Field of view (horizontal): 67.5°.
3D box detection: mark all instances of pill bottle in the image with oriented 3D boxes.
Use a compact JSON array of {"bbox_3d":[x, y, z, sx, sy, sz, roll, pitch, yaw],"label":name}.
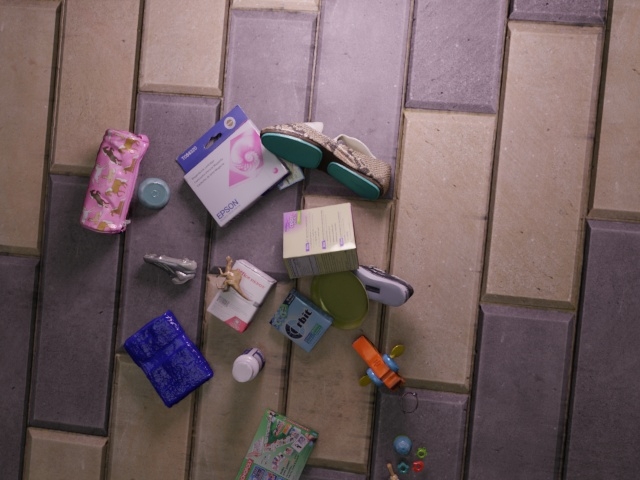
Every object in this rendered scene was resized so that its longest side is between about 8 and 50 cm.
[{"bbox_3d":[-0.257,0.445,1.700,0.094,0.169,0.094,0,90,6],"label":"pill bottle"}]

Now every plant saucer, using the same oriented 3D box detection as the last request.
[{"bbox_3d":[-0.615,-0.173,1.773,0.119,0.021,0.119,-5,100,-28],"label":"plant saucer"},{"bbox_3d":[0.072,0.198,1.688,0.241,0.037,0.241,12,113,31],"label":"plant saucer"}]

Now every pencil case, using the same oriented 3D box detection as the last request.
[{"bbox_3d":[-0.751,-0.216,1.751,0.167,0.160,0.386,14,91,-28],"label":"pencil case"}]

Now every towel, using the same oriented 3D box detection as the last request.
[{"bbox_3d":[-0.569,0.444,1.777,0.227,0.076,0.308,-38,87,5],"label":"towel"}]

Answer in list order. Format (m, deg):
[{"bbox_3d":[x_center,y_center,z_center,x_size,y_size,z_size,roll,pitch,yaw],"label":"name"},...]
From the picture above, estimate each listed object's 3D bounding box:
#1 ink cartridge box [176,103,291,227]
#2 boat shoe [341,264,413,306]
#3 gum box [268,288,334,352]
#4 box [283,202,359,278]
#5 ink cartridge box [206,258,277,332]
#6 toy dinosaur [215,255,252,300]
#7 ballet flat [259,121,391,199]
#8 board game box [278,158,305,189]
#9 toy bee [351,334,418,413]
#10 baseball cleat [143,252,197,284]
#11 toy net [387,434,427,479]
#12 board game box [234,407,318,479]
[{"bbox_3d":[-0.330,-0.272,1.739,0.324,0.071,0.330,-39,87,10],"label":"ink cartridge box"},{"bbox_3d":[0.180,0.139,1.687,0.306,0.105,0.113,13,109,31],"label":"boat shoe"},{"bbox_3d":[-0.070,0.290,1.725,0.184,0.041,0.157,37,111,5],"label":"gum box"},{"bbox_3d":[0.000,0.000,1.646,0.243,0.117,0.214,-8,48,4],"label":"box"},{"bbox_3d":[-0.283,0.198,1.741,0.158,0.092,0.218,32,95,5],"label":"ink cartridge box"},{"bbox_3d":[-0.312,0.146,1.672,0.092,0.053,0.183,-26,85,5],"label":"toy dinosaur"},{"bbox_3d":[0.031,-0.312,1.681,0.482,0.164,0.182,25,63,-5],"label":"ballet flat"},{"bbox_3d":[-0.133,-0.275,1.755,0.103,0.026,0.154,-25,88,5],"label":"board game box"},{"bbox_3d":[0.227,0.473,1.682,0.195,0.162,0.298,-24,63,13],"label":"toy bee"},{"bbox_3d":[-0.564,0.108,1.778,0.205,0.072,0.109,8,98,9],"label":"baseball cleat"},{"bbox_3d":[0.291,0.824,1.717,0.122,0.045,0.232,21,94,3],"label":"toy net"},{"bbox_3d":[-0.167,0.809,1.757,0.213,0.046,0.317,25,93,6],"label":"board game box"}]
